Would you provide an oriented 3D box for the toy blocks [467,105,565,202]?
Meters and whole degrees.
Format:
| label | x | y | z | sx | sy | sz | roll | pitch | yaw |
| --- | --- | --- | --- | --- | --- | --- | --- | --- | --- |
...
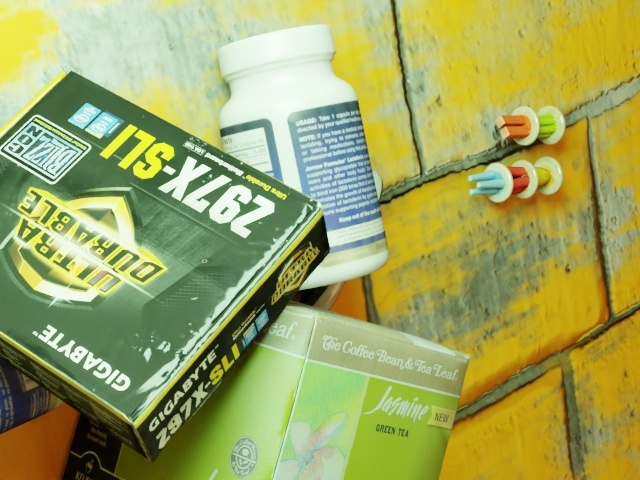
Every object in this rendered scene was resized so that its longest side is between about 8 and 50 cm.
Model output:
| label | x | y | z | sx | sy | sz | roll | pitch | yaw |
| --- | --- | --- | --- | --- | --- | --- | --- | --- | --- |
| toy blocks | 0.253 | -0.113 | 1.674 | 0.148 | 0.054 | 0.123 | -9 | 104 | -39 |

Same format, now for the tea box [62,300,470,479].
| label | x | y | z | sx | sy | sz | roll | pitch | yaw |
| --- | --- | --- | --- | --- | --- | --- | --- | --- | --- |
| tea box | -0.071 | 0.216 | 1.272 | 0.220 | 0.329 | 0.323 | 17 | 87 | -41 |

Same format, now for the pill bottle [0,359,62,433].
| label | x | y | z | sx | sy | sz | roll | pitch | yaw |
| --- | --- | --- | --- | --- | --- | --- | --- | --- | --- |
| pill bottle | -0.340 | 0.139 | 1.173 | 0.186 | 0.112 | 0.112 | -23 | 112 | -35 |

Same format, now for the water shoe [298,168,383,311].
| label | x | y | z | sx | sy | sz | roll | pitch | yaw |
| --- | --- | --- | --- | --- | --- | --- | --- | --- | --- |
| water shoe | 0.000 | 0.000 | 1.483 | 0.080 | 0.073 | 0.203 | 25 | 82 | -12 |

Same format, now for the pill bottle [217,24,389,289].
| label | x | y | z | sx | sy | sz | roll | pitch | yaw |
| --- | --- | --- | --- | --- | --- | --- | --- | --- | --- |
| pill bottle | -0.024 | -0.087 | 1.361 | 0.153 | 0.153 | 0.265 | -15 | 95 | -38 |

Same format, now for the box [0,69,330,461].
| label | x | y | z | sx | sy | sz | roll | pitch | yaw |
| --- | --- | --- | --- | --- | --- | --- | --- | --- | --- |
| box | -0.192 | 0.008 | 1.144 | 0.257 | 0.322 | 0.079 | -48 | 151 | -24 |
